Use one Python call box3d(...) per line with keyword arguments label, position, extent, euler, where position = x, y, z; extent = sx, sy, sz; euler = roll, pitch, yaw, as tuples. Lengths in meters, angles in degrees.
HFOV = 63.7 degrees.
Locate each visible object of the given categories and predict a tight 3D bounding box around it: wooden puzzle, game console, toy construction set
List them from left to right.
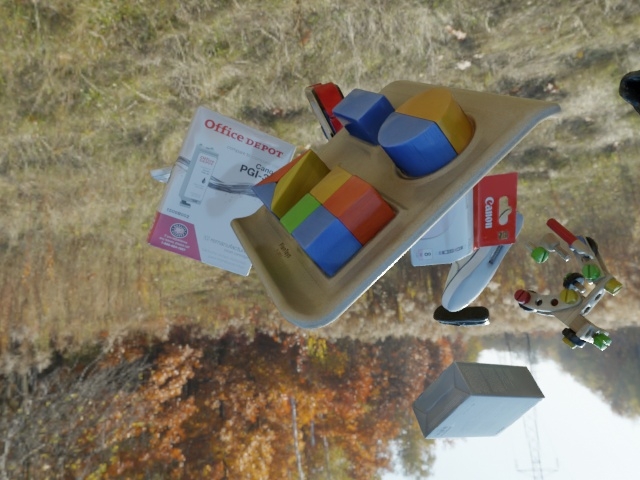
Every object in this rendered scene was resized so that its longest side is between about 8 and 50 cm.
box3d(label="game console", position=(0.059, -0.202, 1.202), extent=(0.060, 0.341, 0.386), euler=(-23, -163, 3))
box3d(label="wooden puzzle", position=(0.045, -0.091, 0.622), extent=(0.348, 0.080, 0.322), euler=(-40, -152, -2))
box3d(label="toy construction set", position=(0.633, 0.118, 1.248), extent=(0.258, 0.237, 0.308), euler=(-32, 132, 2))

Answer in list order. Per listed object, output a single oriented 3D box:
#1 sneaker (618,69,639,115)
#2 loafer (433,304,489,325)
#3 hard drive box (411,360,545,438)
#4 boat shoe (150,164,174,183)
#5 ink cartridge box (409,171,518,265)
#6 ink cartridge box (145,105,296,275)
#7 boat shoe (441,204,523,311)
box3d(label="sneaker", position=(0.369, -0.119, 0.512), extent=(0.077, 0.178, 0.071), euler=(-5, 128, -22))
box3d(label="loafer", position=(0.516, 0.287, 1.883), extent=(0.220, 0.080, 0.078), euler=(-2, 138, 43))
box3d(label="hard drive box", position=(0.357, 0.367, 1.176), extent=(0.232, 0.089, 0.181), euler=(12, 128, -28))
box3d(label="boat shoe", position=(-0.314, -0.139, 1.161), extent=(0.066, 0.063, 0.184), euler=(-7, -174, 12))
box3d(label="ink cartridge box", position=(0.302, -0.042, 1.102), extent=(0.233, 0.066, 0.188), euler=(-4, 125, 13))
box3d(label="ink cartridge box", position=(-0.199, -0.099, 1.031), extent=(0.207, 0.282, 0.117), euler=(20, -179, -18))
box3d(label="boat shoe", position=(0.465, 0.040, 1.617), extent=(0.136, 0.366, 0.156), euler=(22, -168, -40))
